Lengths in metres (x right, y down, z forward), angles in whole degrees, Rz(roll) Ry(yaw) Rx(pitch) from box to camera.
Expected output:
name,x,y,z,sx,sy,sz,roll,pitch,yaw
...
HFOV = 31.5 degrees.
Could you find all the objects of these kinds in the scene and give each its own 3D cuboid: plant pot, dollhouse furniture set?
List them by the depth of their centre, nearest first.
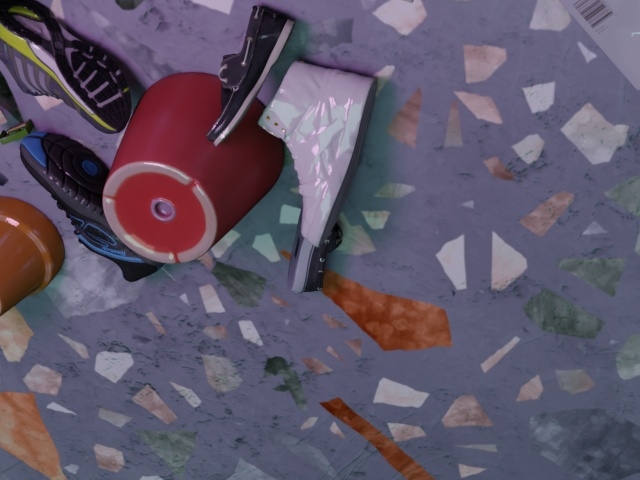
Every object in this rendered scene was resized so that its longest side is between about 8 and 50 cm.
name,x,y,z,sx,sy,sz,roll,pitch,yaw
plant pot,-0.223,-0.107,1.873,0.275,0.243,0.274,8,125,12
dollhouse furniture set,-0.574,-0.244,2.000,0.059,0.076,0.151,-21,118,14
plant pot,-0.617,0.051,2.141,0.205,0.188,0.205,8,126,12

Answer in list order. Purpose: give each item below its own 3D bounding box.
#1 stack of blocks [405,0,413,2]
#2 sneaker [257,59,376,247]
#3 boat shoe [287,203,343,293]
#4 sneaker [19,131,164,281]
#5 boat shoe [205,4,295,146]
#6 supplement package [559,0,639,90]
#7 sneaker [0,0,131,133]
name,x,y,z,sx,sy,sz,roll,pitch,yaw
stack of blocks,0.019,-0.473,1.636,0.297,0.087,0.171,17,128,5
sneaker,-0.026,-0.146,1.851,0.169,0.108,0.292,18,105,8
boat shoe,0.000,0.000,1.988,0.076,0.080,0.228,5,121,-15
sneaker,-0.419,-0.052,2.048,0.341,0.125,0.140,43,127,-13
boat shoe,-0.125,-0.257,1.779,0.079,0.084,0.233,28,85,-7
supplement package,0.433,-0.379,1.536,0.262,0.145,0.204,45,124,-14
sneaker,-0.439,-0.280,1.902,0.300,0.111,0.121,43,139,7
